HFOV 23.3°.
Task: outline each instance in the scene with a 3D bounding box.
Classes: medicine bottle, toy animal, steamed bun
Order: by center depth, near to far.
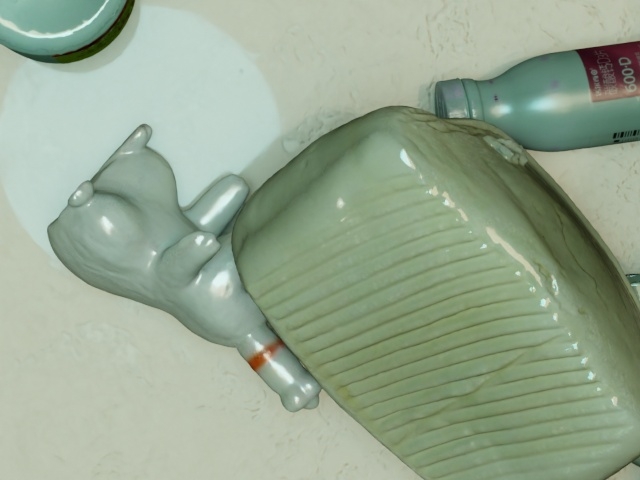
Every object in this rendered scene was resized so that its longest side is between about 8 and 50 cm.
[{"bbox_3d":[-0.220,-0.216,1.278,0.139,0.225,0.139,0,94,-6],"label":"medicine bottle"},{"bbox_3d":[0.117,0.043,1.323,0.247,0.236,0.383,-38,106,27],"label":"steamed bun"},{"bbox_3d":[-0.097,0.020,1.350,0.282,0.140,0.138,28,122,0],"label":"toy animal"},{"bbox_3d":[0.214,-0.125,1.396,0.216,0.090,0.090,-8,95,-4],"label":"medicine bottle"}]

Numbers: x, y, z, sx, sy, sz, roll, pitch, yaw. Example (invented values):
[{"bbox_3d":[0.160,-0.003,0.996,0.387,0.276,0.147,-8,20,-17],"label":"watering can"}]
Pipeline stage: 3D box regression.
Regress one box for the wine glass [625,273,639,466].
[{"bbox_3d":[0.303,0.146,1.420,0.103,0.103,0.231,-9,93,-5],"label":"wine glass"}]
